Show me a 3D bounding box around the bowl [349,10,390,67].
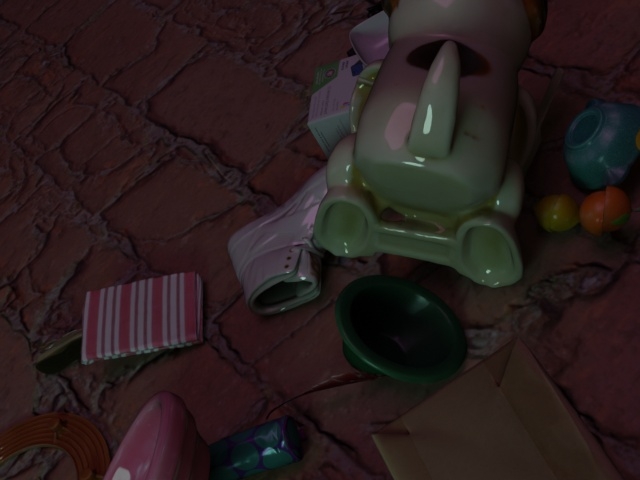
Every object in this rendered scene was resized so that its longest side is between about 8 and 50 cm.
[{"bbox_3d":[0.127,-0.318,1.742,0.142,0.053,0.142,-28,39,6],"label":"bowl"}]

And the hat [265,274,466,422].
[{"bbox_3d":[0.066,0.165,1.468,0.208,0.183,0.173,21,42,-4],"label":"hat"}]

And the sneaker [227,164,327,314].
[{"bbox_3d":[0.000,0.000,1.626,0.292,0.108,0.169,-36,40,14],"label":"sneaker"}]

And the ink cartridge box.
[{"bbox_3d":[0.096,-0.238,1.794,0.212,0.093,0.154,-13,44,21],"label":"ink cartridge box"}]

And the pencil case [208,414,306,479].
[{"bbox_3d":[-0.098,0.281,1.436,0.151,0.070,0.064,-21,75,15],"label":"pencil case"}]

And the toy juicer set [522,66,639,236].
[{"bbox_3d":[0.366,-0.103,1.497,0.209,0.089,0.329,-55,27,8],"label":"toy juicer set"}]

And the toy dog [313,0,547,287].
[{"bbox_3d":[0.153,-0.204,1.458,0.284,0.395,0.408,6,60,18],"label":"toy dog"}]

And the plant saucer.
[{"bbox_3d":[-0.224,0.352,1.340,0.332,0.084,0.332,-57,16,26],"label":"plant saucer"}]

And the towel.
[{"bbox_3d":[-0.279,0.123,1.713,0.197,0.029,0.144,-11,45,4],"label":"towel"}]

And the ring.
[{"bbox_3d":[-0.455,0.393,1.601,0.336,0.032,0.336,-19,42,18],"label":"ring"}]

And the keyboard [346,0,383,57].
[{"bbox_3d":[0.177,-0.429,1.976,0.317,0.033,0.201,-40,40,-7],"label":"keyboard"}]

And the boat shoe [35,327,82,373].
[{"bbox_3d":[-0.397,0.166,1.769,0.153,0.056,0.048,-29,44,19],"label":"boat shoe"}]

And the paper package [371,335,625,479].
[{"bbox_3d":[0.228,0.302,0.989,0.168,0.325,0.309,-34,41,3],"label":"paper package"}]
